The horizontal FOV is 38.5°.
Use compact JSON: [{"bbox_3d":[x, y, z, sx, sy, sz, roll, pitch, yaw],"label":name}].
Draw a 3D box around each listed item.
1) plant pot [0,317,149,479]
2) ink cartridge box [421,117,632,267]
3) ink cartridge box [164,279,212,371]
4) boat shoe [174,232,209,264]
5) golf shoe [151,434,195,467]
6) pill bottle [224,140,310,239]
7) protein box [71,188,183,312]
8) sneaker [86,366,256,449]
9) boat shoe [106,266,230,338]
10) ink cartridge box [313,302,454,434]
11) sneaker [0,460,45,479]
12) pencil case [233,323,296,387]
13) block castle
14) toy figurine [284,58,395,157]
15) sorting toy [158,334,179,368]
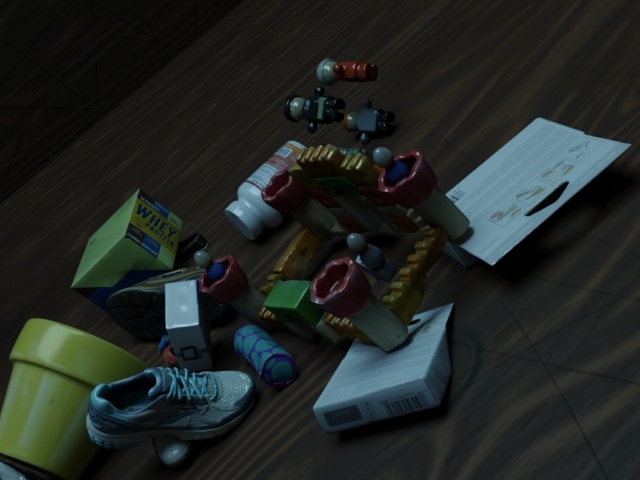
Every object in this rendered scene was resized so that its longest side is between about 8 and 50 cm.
[{"bbox_3d":[-0.469,0.302,1.672,0.254,0.254,0.239,-4,58,45],"label":"plant pot"},{"bbox_3d":[0.335,-0.070,1.510,0.296,0.066,0.261,-40,27,-6],"label":"ink cartridge box"},{"bbox_3d":[-0.238,0.168,1.682,0.060,0.180,0.104,-9,50,-2],"label":"ink cartridge box"},{"bbox_3d":[-0.324,0.022,2.131,0.133,0.042,0.049,-26,32,21],"label":"boat shoe"},{"bbox_3d":[-0.269,0.317,1.569,0.067,0.086,0.186,-36,29,-2],"label":"golf shoe"},{"bbox_3d":[-0.100,-0.106,1.993,0.216,0.121,0.121,-45,29,-16],"label":"pill bottle"},{"bbox_3d":[-0.438,0.030,2.100,0.200,0.136,0.201,-41,25,23],"label":"protein box"},{"bbox_3d":[-0.238,0.260,1.490,0.283,0.122,0.110,-11,47,-17],"label":"sneaker"},{"bbox_3d":[-0.291,0.118,1.883,0.324,0.122,0.120,-10,22,32],"label":"boat shoe"},{"bbox_3d":[0.112,0.193,1.395,0.189,0.066,0.232,-21,10,26],"label":"ink cartridge box"},{"bbox_3d":[-0.511,0.479,1.605,0.279,0.107,0.118,3,65,54],"label":"sneaker"},{"bbox_3d":[-0.099,0.199,1.580,0.152,0.065,0.070,33,115,61],"label":"pencil case"},{"bbox_3d":[0.000,0.000,1.542,0.453,0.213,0.303,0,52,57],"label":"block castle"},{"bbox_3d":[0.041,-0.273,1.996,0.148,0.209,0.213,8,50,38],"label":"toy figurine"},{"bbox_3d":[-0.287,0.214,1.792,0.102,0.061,0.042,-77,13,-61],"label":"sorting toy"}]
